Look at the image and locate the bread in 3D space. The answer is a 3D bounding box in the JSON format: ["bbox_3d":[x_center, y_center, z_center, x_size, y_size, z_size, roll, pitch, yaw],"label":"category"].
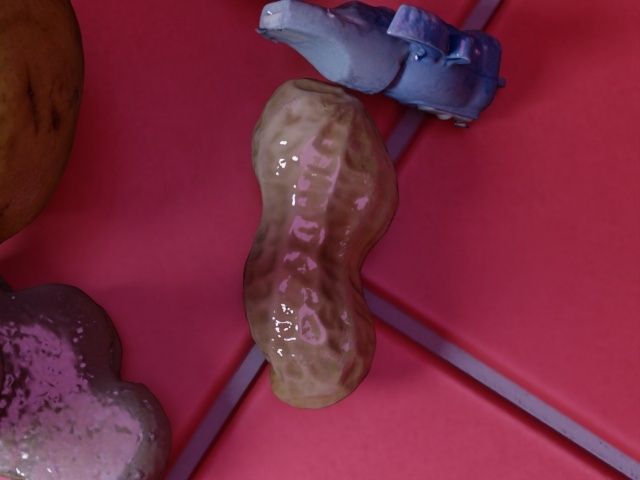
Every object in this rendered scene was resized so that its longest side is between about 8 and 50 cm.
[{"bbox_3d":[-0.285,0.115,0.966,0.338,0.102,0.183,15,79,-2],"label":"bread"}]

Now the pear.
[{"bbox_3d":[-0.345,-0.112,0.901,0.304,0.304,0.303,1,80,-3],"label":"pear"}]

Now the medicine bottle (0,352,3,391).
[{"bbox_3d":[-0.302,0.074,0.748,0.130,0.341,0.130,2,77,-7],"label":"medicine bottle"}]

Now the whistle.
[{"bbox_3d":[0.067,-0.172,1.012,0.269,0.180,0.093,13,89,-35],"label":"whistle"}]

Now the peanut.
[{"bbox_3d":[0.000,0.000,0.995,0.136,0.120,0.298,0,79,25],"label":"peanut"}]
